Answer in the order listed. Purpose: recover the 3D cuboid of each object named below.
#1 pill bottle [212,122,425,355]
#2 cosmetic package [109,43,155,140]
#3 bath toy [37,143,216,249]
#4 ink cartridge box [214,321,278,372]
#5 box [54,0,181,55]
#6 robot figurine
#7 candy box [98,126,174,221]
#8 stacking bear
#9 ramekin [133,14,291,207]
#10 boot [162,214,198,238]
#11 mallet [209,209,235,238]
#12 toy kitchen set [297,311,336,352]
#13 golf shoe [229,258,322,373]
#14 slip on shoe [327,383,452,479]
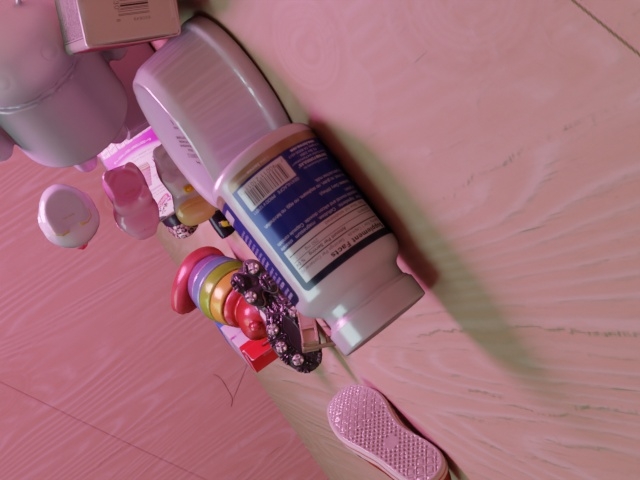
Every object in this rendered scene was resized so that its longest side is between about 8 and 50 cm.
[{"bbox_3d":[0.000,0.000,1.183,0.264,0.153,0.153,53,167,8],"label":"pill bottle"},{"bbox_3d":[-0.362,-0.313,1.734,0.238,0.127,0.107,58,167,-6],"label":"cosmetic package"},{"bbox_3d":[-0.304,-0.072,1.653,0.129,0.348,0.151,130,119,-78],"label":"bath toy"},{"bbox_3d":[-0.143,0.226,2.308,0.231,0.134,0.078,36,157,56],"label":"ink cartridge box"},{"bbox_3d":[-0.284,-0.336,1.306,0.232,0.127,0.148,-157,56,-67],"label":"box"},{"bbox_3d":[-0.437,-0.250,1.521,0.200,0.300,0.353,36,166,28],"label":"robot figurine"},{"bbox_3d":[-0.351,-0.160,1.972,0.233,0.159,0.071,60,-153,-3],"label":"candy box"},{"bbox_3d":[-0.196,0.137,2.239,0.289,0.175,0.164,29,125,42],"label":"stacking bear"},{"bbox_3d":[-0.151,-0.167,1.352,0.273,0.127,0.273,50,166,17],"label":"ramekin"},{"bbox_3d":[-0.367,-0.105,2.181,0.178,0.085,0.236,58,170,-27],"label":"boot"},{"bbox_3d":[-0.188,-0.030,2.049,0.062,0.039,0.190,58,163,-17],"label":"mallet"},{"bbox_3d":[-0.008,0.177,1.928,0.083,0.068,0.075,93,167,-70],"label":"toy kitchen set"},{"bbox_3d":[-0.076,0.156,2.032,0.273,0.105,0.120,55,-174,14],"label":"golf shoe"},{"bbox_3d":[0.124,0.380,1.813,0.331,0.123,0.101,32,159,48],"label":"slip on shoe"}]
